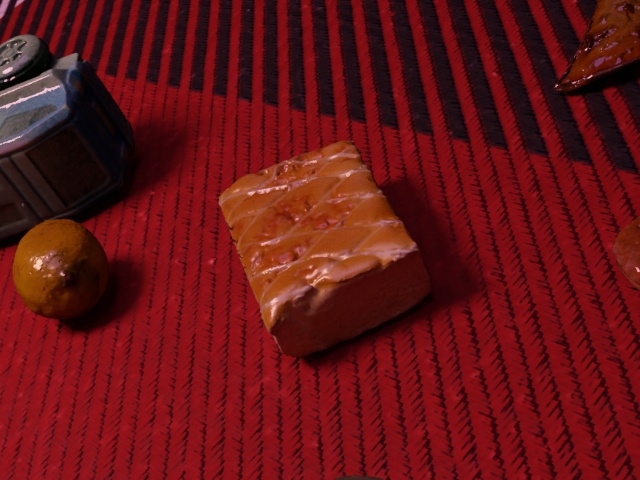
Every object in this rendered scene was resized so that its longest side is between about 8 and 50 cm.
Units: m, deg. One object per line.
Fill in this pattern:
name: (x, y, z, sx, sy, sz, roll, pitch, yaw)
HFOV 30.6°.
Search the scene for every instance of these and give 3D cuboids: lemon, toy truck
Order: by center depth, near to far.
lemon: (-0.227, 0.023, 1.019, 0.082, 0.082, 0.110, -28, 31, -3)
toy truck: (-0.336, -0.088, 1.174, 0.279, 0.155, 0.156, -18, 44, 12)

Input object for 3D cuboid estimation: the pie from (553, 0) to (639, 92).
pie: (0.274, -0.194, 1.024, 0.088, 0.033, 0.191, 6, 46, 32)

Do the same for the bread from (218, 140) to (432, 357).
bread: (0.000, 0.001, 0.912, 0.125, 0.068, 0.188, -26, 35, 0)

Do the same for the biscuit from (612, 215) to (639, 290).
biscuit: (0.278, -0.023, 0.795, 0.192, 0.036, 0.186, -39, 34, -17)

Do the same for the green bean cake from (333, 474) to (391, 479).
green bean cake: (0.048, 0.205, 0.556, 0.185, 0.094, 0.183, 6, 24, 32)
